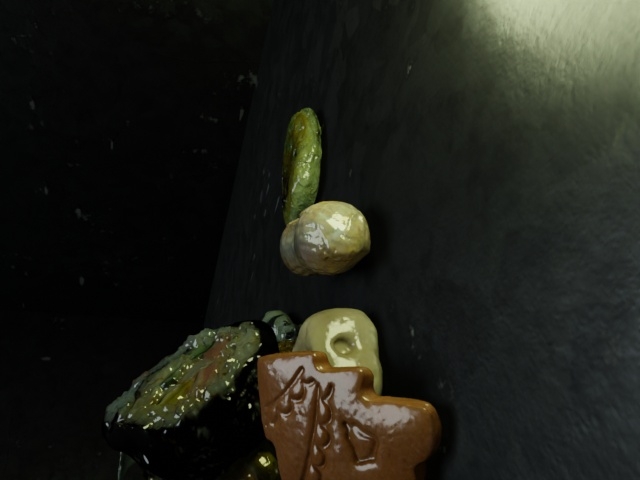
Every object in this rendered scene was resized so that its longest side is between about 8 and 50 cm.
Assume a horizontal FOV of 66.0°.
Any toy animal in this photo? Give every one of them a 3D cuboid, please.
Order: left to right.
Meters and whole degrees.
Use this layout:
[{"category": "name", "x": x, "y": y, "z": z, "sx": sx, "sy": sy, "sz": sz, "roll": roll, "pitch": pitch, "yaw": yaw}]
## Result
[{"category": "toy animal", "x": -0.105, "y": 0.239, "z": 1.239, "sx": 0.225, "sy": 0.094, "sz": 0.121, "roll": 169, "pitch": 116, "yaw": -74}]

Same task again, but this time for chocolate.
[{"category": "chocolate", "x": 0.000, "y": 0.000, "z": 0.910, "sx": 0.309, "sy": 0.134, "sz": 0.134, "roll": 169, "pitch": 107, "yaw": -73}]

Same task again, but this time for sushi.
[{"category": "sushi", "x": -0.186, "y": 0.343, "z": 0.931, "sx": 0.328, "sy": 0.285, "sz": 0.328, "roll": -17, "pitch": 21, "yaw": 36}]

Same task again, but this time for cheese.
[{"category": "cheese", "x": 0.018, "y": 0.216, "z": 0.791, "sx": 0.235, "sy": 0.117, "sz": 0.217, "roll": 163, "pitch": 114, "yaw": -68}]

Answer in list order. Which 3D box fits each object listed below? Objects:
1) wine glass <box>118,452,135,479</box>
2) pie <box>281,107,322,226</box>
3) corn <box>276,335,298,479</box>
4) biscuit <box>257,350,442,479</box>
[{"category": "wine glass", "x": -0.476, "y": 0.744, "z": 1.703, "sx": 0.267, "sy": 0.407, "sz": 0.266, "roll": -175, "pitch": 90, "yaw": -71}, {"category": "pie", "x": -0.062, "y": -0.177, "z": 1.293, "sx": 0.323, "sy": 0.071, "sz": 0.322, "roll": -174, "pitch": 90, "yaw": -75}, {"category": "corn", "x": -0.073, "y": 0.362, "z": 1.056, "sx": 0.102, "sy": 0.102, "sz": 0.312, "roll": 143, "pitch": 132, "yaw": -67}, {"category": "biscuit", "x": 0.008, "y": 0.262, "z": 0.649, "sx": 0.306, "sy": 0.043, "sz": 0.283, "roll": 39, "pitch": 116, "yaw": 31}]
